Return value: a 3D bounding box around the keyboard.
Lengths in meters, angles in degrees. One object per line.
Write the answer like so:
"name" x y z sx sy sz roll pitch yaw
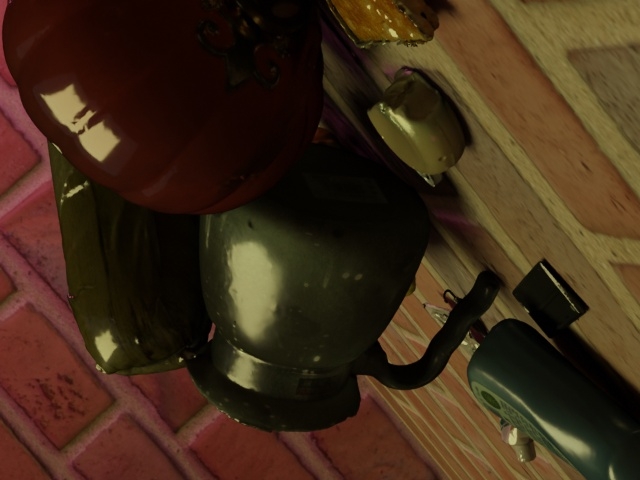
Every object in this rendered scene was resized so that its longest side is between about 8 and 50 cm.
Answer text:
"keyboard" 0.214 0.058 1.478 0.063 0.010 0.198 50 173 7

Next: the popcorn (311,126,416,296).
"popcorn" 0.000 0.000 1.769 0.233 0.192 0.266 45 162 58

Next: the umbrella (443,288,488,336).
"umbrella" 0.179 0.088 1.864 0.013 0.022 0.122 7 156 41

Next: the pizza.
"pizza" 0.032 -0.197 1.134 0.176 0.036 0.184 38 165 52

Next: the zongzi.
"zongzi" -0.219 -0.072 1.633 0.393 0.174 0.356 62 -157 -52

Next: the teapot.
"teapot" 0.000 0.060 1.597 0.223 0.305 0.285 35 121 35

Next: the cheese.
"cheese" 0.079 -0.094 1.344 0.092 0.047 0.171 50 174 3

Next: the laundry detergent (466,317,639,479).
"laundry detergent" 0.273 0.190 1.492 0.290 0.094 0.143 37 169 36

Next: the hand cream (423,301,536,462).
"hand cream" 0.216 0.179 1.993 0.257 0.050 0.084 58 169 -19

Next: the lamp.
"lamp" -0.133 -0.167 1.382 0.303 0.257 0.303 33 -141 -32
